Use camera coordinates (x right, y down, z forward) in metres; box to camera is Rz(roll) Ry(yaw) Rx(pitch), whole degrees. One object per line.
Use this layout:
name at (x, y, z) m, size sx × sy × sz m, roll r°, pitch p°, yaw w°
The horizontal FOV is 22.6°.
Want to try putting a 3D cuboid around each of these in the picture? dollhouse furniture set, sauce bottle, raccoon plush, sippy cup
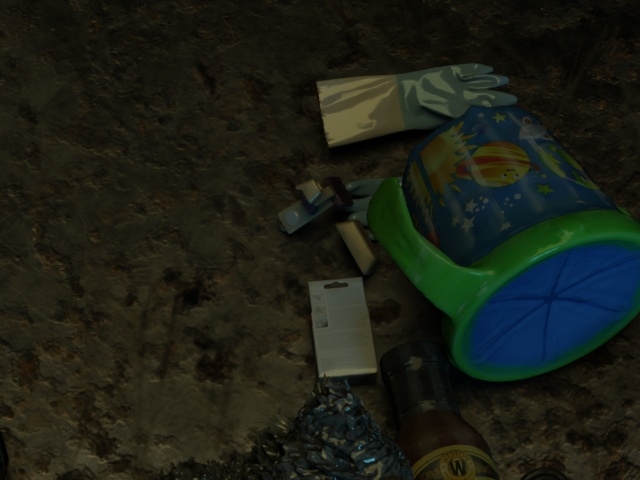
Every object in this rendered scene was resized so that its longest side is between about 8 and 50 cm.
dollhouse furniture set at (0.000, 0.000, 1.726) m, size 0.081 × 0.091 × 0.114 m, roll -32°, pitch 82°, yaw 18°
sauce bottle at (0.125, 0.260, 1.558) m, size 0.111 × 0.111 × 0.344 m, roll -10°, pitch 59°, yaw -9°
raccoon plush at (-0.091, 0.311, 1.357) m, size 0.216 × 0.299 × 0.446 m, roll 46°, pitch 47°, yaw -1°
sippy cup at (0.196, -0.011, 1.652) m, size 0.240 × 0.305 × 0.224 m, roll -30°, pitch 56°, yaw 6°

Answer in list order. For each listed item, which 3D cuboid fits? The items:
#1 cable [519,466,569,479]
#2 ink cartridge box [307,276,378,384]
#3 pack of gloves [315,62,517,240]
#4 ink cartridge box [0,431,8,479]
cable at (0.240, 0.364, 1.554) m, size 0.139 × 0.072 × 0.287 m, roll -27°, pitch 51°, yaw 1°
ink cartridge box at (0.022, 0.096, 1.692) m, size 0.063 × 0.029 × 0.115 m, roll -5°, pitch 59°, yaw -6°
pack of gloves at (0.122, -0.097, 1.813) m, size 0.232 × 0.046 × 0.195 m, roll -8°, pitch 75°, yaw -8°
ink cartridge box at (-0.344, 0.259, 1.490) m, size 0.069 × 0.175 × 0.370 m, roll 2°, pitch 60°, yaw -2°
